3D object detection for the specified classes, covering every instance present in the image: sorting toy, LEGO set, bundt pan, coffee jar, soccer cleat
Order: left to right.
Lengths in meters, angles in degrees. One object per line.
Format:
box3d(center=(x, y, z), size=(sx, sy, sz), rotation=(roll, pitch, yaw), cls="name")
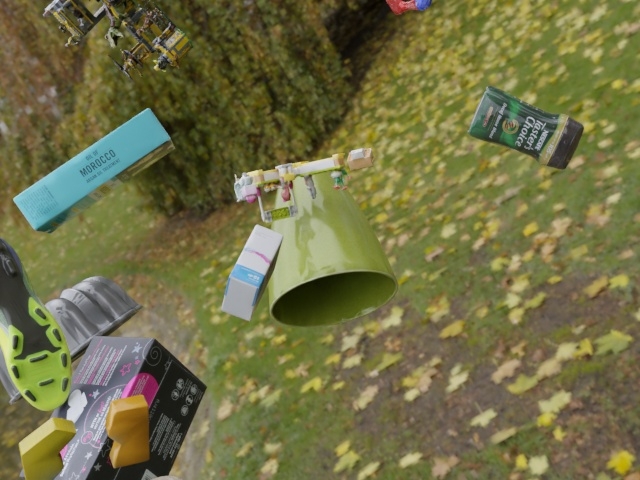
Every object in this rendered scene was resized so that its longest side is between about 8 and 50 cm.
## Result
box3d(center=(-0.459, 0.121, 1.247), size=(0.093, 0.289, 0.121), rotation=(-26, 3, -19), cls="soccer cleat")
box3d(center=(-0.540, 0.192, 1.699), size=(0.331, 0.124, 0.331), rotation=(-37, 3, 2), cls="bundt pan")
box3d(center=(-0.226, 0.290, 0.735), size=(0.229, 0.307, 0.041), rotation=(-8, 28, -24), cls="sorting toy")
box3d(center=(-0.472, -0.479, 1.853), size=(0.192, 0.331, 0.255), rotation=(-49, 41, -9), cls="LEGO set")
box3d(center=(-0.030, -0.105, 1.624), size=(0.287, 0.107, 0.132), rotation=(-13, 4, -14), cls="LEGO set")
box3d(center=(0.359, -0.195, 1.422), size=(0.079, 0.184, 0.096), rotation=(-37, -31, -73), cls="coffee jar")

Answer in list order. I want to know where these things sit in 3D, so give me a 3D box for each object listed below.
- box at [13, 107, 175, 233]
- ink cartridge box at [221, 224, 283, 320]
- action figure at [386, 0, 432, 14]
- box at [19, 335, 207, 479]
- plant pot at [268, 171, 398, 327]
box3d(center=(-0.345, -0.105, 1.263), size=(0.244, 0.060, 0.100), rotation=(-35, 1, -6), cls="box")
box3d(center=(-0.106, 0.050, 1.283), size=(0.088, 0.052, 0.122), rotation=(109, -178, -46), cls="ink cartridge box")
box3d(center=(0.196, -0.429, 1.247), size=(0.091, 0.139, 0.280), rotation=(-45, 30, -20), cls="action figure")
box3d(center=(-0.314, 0.294, 1.268), size=(0.142, 0.163, 0.247), rotation=(-1, 52, 33), cls="box")
box3d(center=(0.000, 0.000, 1.761), size=(0.275, 0.293, 0.275), rotation=(-10, -27, -5), cls="plant pot")
